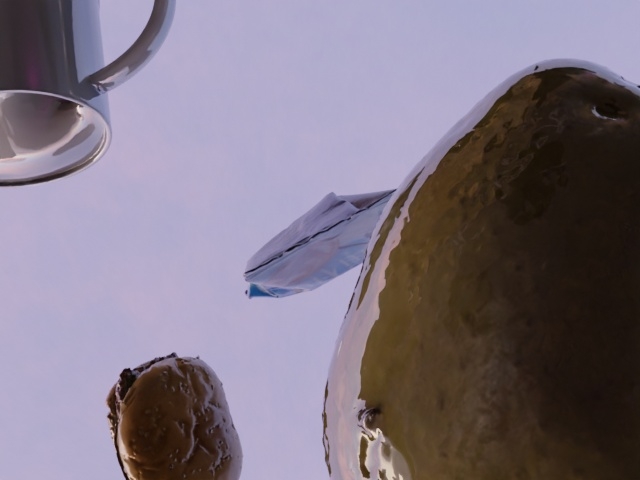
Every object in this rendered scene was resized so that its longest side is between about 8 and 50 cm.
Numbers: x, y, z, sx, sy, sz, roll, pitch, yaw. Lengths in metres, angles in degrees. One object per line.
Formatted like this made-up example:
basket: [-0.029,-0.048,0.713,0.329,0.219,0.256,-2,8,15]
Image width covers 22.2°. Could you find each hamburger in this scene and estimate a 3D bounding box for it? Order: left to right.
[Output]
hamburger: [-0.076,0.101,0.854,0.076,0.044,0.083,-19,-86,-41]

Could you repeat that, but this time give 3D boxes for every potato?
potato: [0.079,0.040,0.537,0.157,0.157,0.194,17,-77,4]

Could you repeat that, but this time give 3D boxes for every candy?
candy: [0.001,0.000,0.786,0.088,0.136,0.038,-26,-94,-5]

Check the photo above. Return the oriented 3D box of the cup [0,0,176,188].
cup: [-0.142,-0.105,0.831,0.136,0.099,0.133,-5,-117,-8]
